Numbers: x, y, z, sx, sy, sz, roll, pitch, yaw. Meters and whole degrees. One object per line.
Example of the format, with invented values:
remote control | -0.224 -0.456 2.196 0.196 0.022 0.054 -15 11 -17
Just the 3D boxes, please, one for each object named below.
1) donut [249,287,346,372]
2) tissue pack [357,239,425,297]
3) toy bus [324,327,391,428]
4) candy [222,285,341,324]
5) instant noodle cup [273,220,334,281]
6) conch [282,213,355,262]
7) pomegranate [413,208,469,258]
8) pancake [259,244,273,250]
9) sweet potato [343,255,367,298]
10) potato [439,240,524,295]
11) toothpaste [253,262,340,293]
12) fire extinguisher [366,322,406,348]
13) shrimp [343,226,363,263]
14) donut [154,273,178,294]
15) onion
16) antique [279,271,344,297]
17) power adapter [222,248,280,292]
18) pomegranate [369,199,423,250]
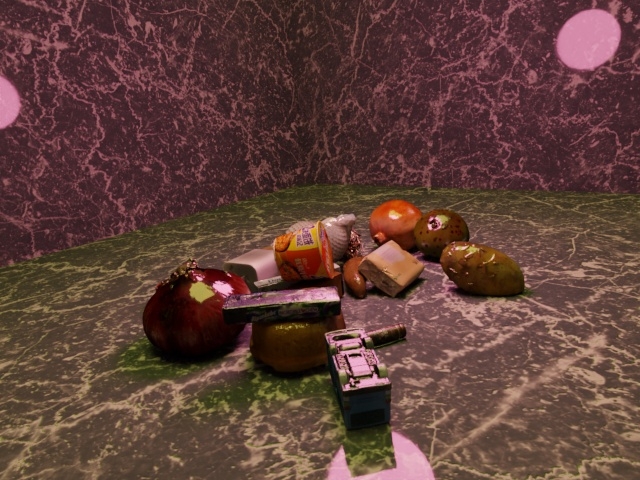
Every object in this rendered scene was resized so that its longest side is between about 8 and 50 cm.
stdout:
donut | -0.063 0.249 1.357 0.299 0.150 0.317 -13 17 -31
tissue pack | 0.269 0.101 1.756 0.186 0.090 0.222 40 37 19
toy bus | 0.082 0.314 1.096 0.116 0.134 0.234 -8 21 -7
candy | -0.101 0.173 1.247 0.312 0.061 0.088 -4 21 -1
instant noodle cup | -0.059 0.051 1.641 0.174 0.213 0.213 -13 14 11
conch | -0.001 0.017 1.950 0.319 0.215 0.303 -9 2 1
pomegranate | 0.544 -0.028 2.023 0.230 0.231 0.285 10 7 44
pancake | -0.198 0.066 2.267 0.288 0.033 0.286 -19 20 -39
sweet potato | 0.141 0.125 1.835 0.114 0.092 0.341 20 20 5
potato | 0.561 0.106 1.626 0.298 0.176 0.141 25 32 17
toothpaste | -0.083 0.165 1.783 0.336 0.081 0.067 -13 19 -23
fire extinguisher | 0.171 0.279 1.357 0.158 0.043 0.064 -11 59 -16
shrimp | 0.134 0.019 2.121 0.116 0.145 0.343 7 24 -6
donut | -0.511 0.190 1.817 0.269 0.103 0.270 -6 17 2
onion | -0.391 0.188 1.456 0.347 0.286 0.348 -9 26 4
antique | -0.051 0.197 1.634 0.310 0.093 0.087 -21 21 -41
power adapter | -0.287 0.131 1.906 0.187 0.124 0.255 2 18 32
pomegranate | 0.341 -0.058 2.162 0.252 0.229 0.270 16 35 37
